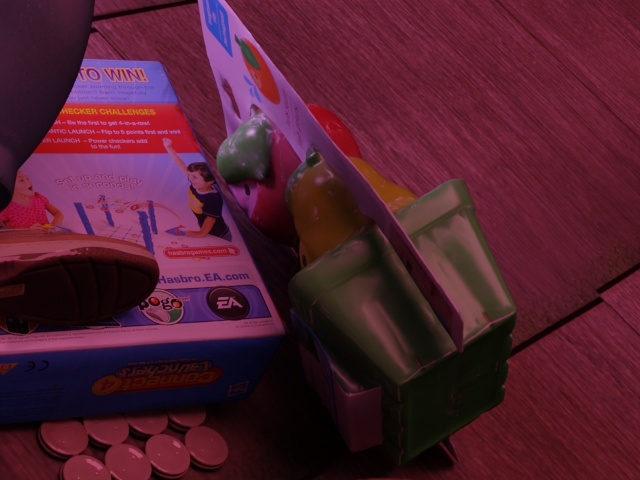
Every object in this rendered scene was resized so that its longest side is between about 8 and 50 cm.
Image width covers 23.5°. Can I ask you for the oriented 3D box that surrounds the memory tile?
[{"bbox_3d":[-0.147,0.137,1.150,0.148,0.012,0.113,-8,53,-42],"label":"memory tile"}]

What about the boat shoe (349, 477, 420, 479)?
[{"bbox_3d":[-0.028,0.244,1.046,0.342,0.123,0.123,1,61,-38],"label":"boat shoe"}]

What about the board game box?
[{"bbox_3d":[-0.222,-0.009,1.170,0.308,0.086,0.302,-2,48,-32],"label":"board game box"}]

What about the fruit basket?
[{"bbox_3d":[0.000,0.000,1.221,0.165,0.327,0.353,-37,68,-14],"label":"fruit basket"}]

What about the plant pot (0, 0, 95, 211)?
[{"bbox_3d":[-0.287,-0.117,0.993,0.293,0.293,0.196,7,72,-32],"label":"plant pot"}]

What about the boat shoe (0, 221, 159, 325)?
[{"bbox_3d":[-0.204,0.013,1.042,0.190,0.068,0.072,0,37,-30],"label":"boat shoe"}]
